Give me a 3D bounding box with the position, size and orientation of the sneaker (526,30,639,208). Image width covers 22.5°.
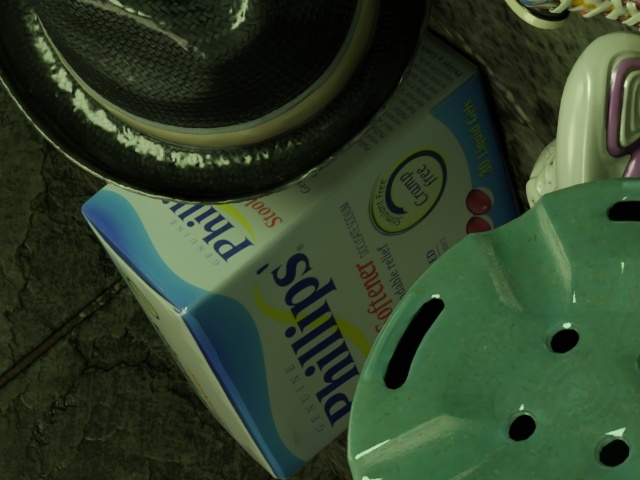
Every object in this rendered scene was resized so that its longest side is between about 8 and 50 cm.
[{"bbox_3d":[0.173,-0.030,1.003,0.152,0.114,0.305,41,166,34],"label":"sneaker"}]

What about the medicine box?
[{"bbox_3d":[0.000,0.000,1.280,0.149,0.289,0.263,40,164,36],"label":"medicine box"}]

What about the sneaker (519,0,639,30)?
[{"bbox_3d":[0.149,-0.139,0.854,0.185,0.084,0.069,46,166,18],"label":"sneaker"}]

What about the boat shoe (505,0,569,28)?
[{"bbox_3d":[0.108,-0.182,0.967,0.133,0.049,0.042,50,141,30],"label":"boat shoe"}]

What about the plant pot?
[{"bbox_3d":[0.196,0.162,0.875,0.341,0.341,0.334,37,169,45],"label":"plant pot"}]

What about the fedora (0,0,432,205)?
[{"bbox_3d":[-0.096,-0.189,0.990,0.334,0.334,0.152,46,-175,15],"label":"fedora"}]
